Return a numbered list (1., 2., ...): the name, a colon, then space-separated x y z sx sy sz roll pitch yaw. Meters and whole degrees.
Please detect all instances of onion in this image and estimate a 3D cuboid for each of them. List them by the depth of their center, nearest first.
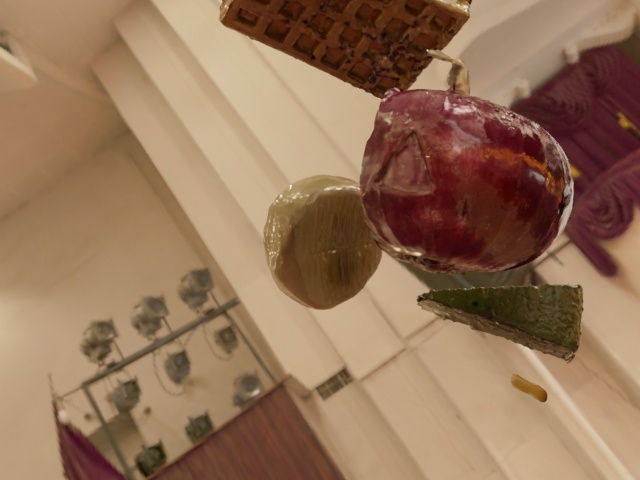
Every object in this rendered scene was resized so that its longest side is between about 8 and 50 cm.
1. onion: 0.185 -0.069 1.032 0.256 0.230 0.272 -36 -44 -62

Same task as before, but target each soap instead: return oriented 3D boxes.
1. soap: 0.409 0.289 1.676 0.012 0.089 0.034 -18 -61 -34

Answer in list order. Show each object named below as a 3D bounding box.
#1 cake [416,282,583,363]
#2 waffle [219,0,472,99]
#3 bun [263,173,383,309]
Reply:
1. cake: 0.264 0.090 1.243 0.100 0.235 0.099 75 -146 -71
2. waffle: 0.045 -0.411 1.476 0.376 0.114 0.261 21 -42 -19
3. bun: 0.000 0.000 1.261 0.178 0.128 0.193 -9 -73 -29
